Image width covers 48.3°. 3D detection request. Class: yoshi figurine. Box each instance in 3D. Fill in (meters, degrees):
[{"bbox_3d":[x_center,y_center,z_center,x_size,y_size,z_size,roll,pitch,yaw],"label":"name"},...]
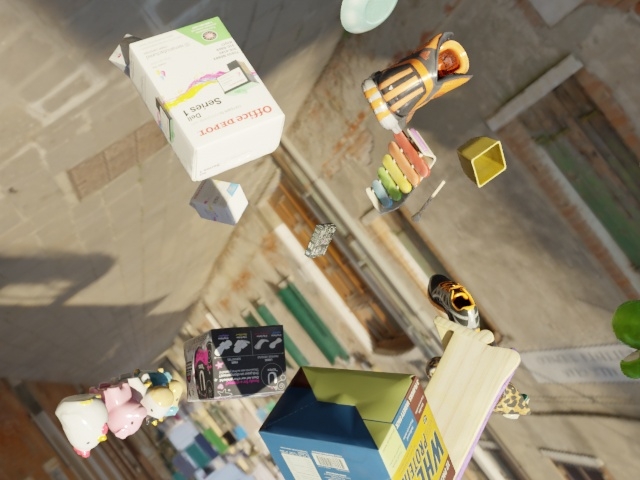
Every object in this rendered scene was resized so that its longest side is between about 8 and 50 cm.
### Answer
[{"bbox_3d":[0.756,0.157,1.493,0.362,0.203,0.203,-45,-150,39],"label":"yoshi figurine"}]

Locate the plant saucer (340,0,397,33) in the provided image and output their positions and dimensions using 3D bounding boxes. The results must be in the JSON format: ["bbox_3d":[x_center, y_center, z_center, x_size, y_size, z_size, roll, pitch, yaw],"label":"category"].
[{"bbox_3d":[0.136,-0.588,1.761,0.195,0.037,0.195,-32,152,-19],"label":"plant saucer"}]

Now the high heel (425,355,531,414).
[{"bbox_3d":[0.387,0.372,1.782,0.186,0.261,0.093,11,105,-60],"label":"high heel"}]

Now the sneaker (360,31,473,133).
[{"bbox_3d":[0.183,-0.283,1.289,0.180,0.125,0.321,-28,-169,14],"label":"sneaker"}]

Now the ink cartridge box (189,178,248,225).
[{"bbox_3d":[-0.305,-0.117,2.107,0.092,0.143,0.090,-63,152,-28],"label":"ink cartridge box"}]

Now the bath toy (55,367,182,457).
[{"bbox_3d":[-0.442,0.381,1.598,0.151,0.129,0.348,-3,-179,19],"label":"bath toy"}]

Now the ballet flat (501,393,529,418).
[{"bbox_3d":[0.639,0.553,2.327,0.057,0.052,0.168,9,-162,39],"label":"ballet flat"}]

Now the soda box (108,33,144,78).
[{"bbox_3d":[-0.368,-0.364,1.608,0.074,0.069,0.216,-58,143,-8],"label":"soda box"}]

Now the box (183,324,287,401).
[{"bbox_3d":[-0.188,0.268,1.521,0.163,0.142,0.247,-1,166,-24],"label":"box"}]

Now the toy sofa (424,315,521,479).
[{"bbox_3d":[0.222,0.337,1.284,0.363,0.177,0.150,-59,148,-18],"label":"toy sofa"}]

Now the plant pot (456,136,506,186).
[{"bbox_3d":[0.353,-0.185,1.604,0.081,0.081,0.083,-35,-141,-10],"label":"plant pot"}]

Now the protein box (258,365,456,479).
[{"bbox_3d":[0.056,0.303,1.019,0.199,0.201,0.136,-2,-146,35],"label":"protein box"}]

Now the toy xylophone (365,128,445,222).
[{"bbox_3d":[0.284,-0.207,2.358,0.081,0.236,0.323,-8,138,-36],"label":"toy xylophone"}]

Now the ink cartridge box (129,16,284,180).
[{"bbox_3d":[-0.227,-0.285,1.425,0.201,0.278,0.117,-26,161,-23],"label":"ink cartridge box"}]

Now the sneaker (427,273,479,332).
[{"bbox_3d":[0.317,0.136,1.681,0.084,0.083,0.215,-13,-145,-14],"label":"sneaker"}]

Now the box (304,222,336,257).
[{"bbox_3d":[0.000,0.000,1.711,0.067,0.018,0.083,-11,129,-55],"label":"box"}]
